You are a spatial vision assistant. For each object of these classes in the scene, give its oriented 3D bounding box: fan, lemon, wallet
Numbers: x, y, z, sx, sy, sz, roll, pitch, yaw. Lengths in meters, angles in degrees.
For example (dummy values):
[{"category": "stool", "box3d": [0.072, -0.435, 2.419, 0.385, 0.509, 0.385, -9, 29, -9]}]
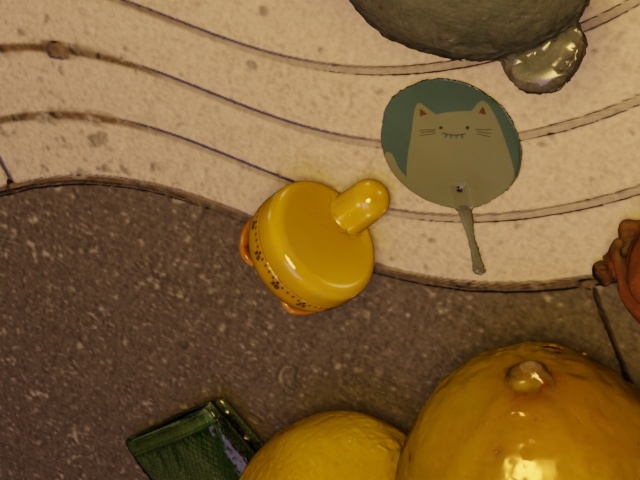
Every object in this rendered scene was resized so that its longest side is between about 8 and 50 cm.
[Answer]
[{"category": "fan", "box3d": [0.107, -0.046, 1.042, 0.113, 0.005, 0.175, -1, 122, 27]}, {"category": "lemon", "box3d": [0.016, 0.239, 1.179, 0.178, 0.178, 0.203, 45, 128, -8]}, {"category": "lemon", "box3d": [0.170, 0.209, 1.046, 0.236, 0.236, 0.263, 26, 140, 8]}, {"category": "wallet", "box3d": [-0.079, 0.265, 1.328, 0.160, 0.055, 0.236, -28, 101, 42]}]

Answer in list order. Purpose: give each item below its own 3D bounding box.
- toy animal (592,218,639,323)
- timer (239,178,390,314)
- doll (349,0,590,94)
[{"category": "toy animal", "box3d": [0.261, -0.033, 0.876, 0.097, 0.157, 0.312, 28, 129, 8]}, {"category": "timer", "box3d": [0.000, 0.000, 1.064, 0.107, 0.107, 0.109, 46, 134, -9]}, {"category": "doll", "box3d": [0.144, -0.253, 0.807, 0.246, 0.158, 0.340, 35, 103, 7]}]
